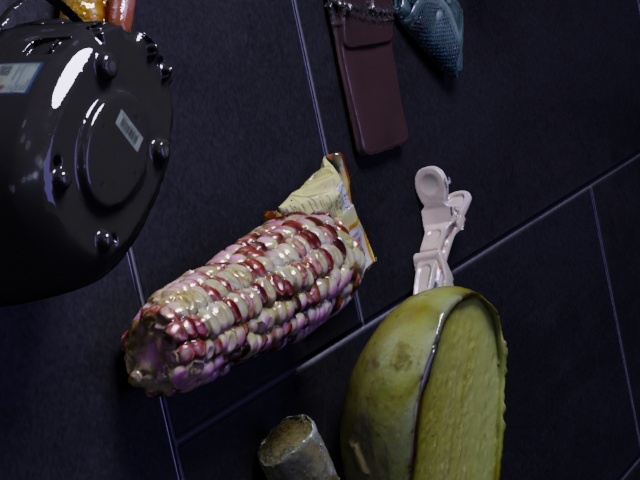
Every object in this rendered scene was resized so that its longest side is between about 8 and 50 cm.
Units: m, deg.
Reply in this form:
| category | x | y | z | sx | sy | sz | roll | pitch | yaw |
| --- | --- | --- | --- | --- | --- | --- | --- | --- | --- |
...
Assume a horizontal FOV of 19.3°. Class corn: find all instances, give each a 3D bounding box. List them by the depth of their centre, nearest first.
| category | x | y | z | sx | sy | sz | roll | pitch | yaw |
| --- | --- | --- | --- | --- | --- | --- | --- | --- | --- |
| corn | -0.056 | 0.043 | 1.368 | 0.280 | 0.092 | 0.092 | -26 | 106 | -58 |

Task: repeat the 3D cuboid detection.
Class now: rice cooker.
| category | x | y | z | sx | sy | sz | roll | pitch | yaw |
| --- | --- | --- | --- | --- | --- | --- | --- | --- | --- |
| rice cooker | -0.165 | -0.054 | 1.137 | 0.142 | 0.118 | 0.203 | 56 | 40 | -41 |

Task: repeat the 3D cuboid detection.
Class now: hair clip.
| category | x | y | z | sx | sy | sz | roll | pitch | yaw |
| --- | --- | --- | --- | --- | --- | --- | --- | --- | --- |
| hair clip | 0.100 | 0.033 | 1.727 | 0.072 | 0.034 | 0.226 | 46 | 45 | -44 |

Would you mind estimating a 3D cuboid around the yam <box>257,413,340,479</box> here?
| category | x | y | z | sx | sy | sz | roll | pitch | yaw |
| --- | --- | --- | --- | --- | --- | --- | --- | --- | --- |
| yam | -0.006 | 0.197 | 1.454 | 0.132 | 0.054 | 0.054 | 65 | 31 | -31 |

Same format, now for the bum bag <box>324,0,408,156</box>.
| category | x | y | z | sx | sy | sz | roll | pitch | yaw |
| --- | --- | --- | --- | --- | --- | --- | --- | --- | --- |
| bum bag | 0.046 | -0.158 | 1.683 | 0.109 | 0.026 | 0.159 | -25 | 105 | -63 |

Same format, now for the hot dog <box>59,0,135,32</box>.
| category | x | y | z | sx | sy | sz | roll | pitch | yaw |
| --- | --- | --- | --- | --- | --- | --- | --- | --- | --- |
| hot dog | -0.148 | -0.171 | 1.284 | 0.066 | 0.047 | 0.216 | 32 | 55 | -53 |

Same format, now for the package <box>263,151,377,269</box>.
| category | x | y | z | sx | sy | sz | roll | pitch | yaw |
| --- | --- | --- | --- | --- | --- | --- | --- | --- | --- |
| package | 0.001 | -0.001 | 1.546 | 0.121 | 0.031 | 0.108 | -44 | 121 | -52 |

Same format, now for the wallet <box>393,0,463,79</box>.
| category | x | y | z | sx | sy | sz | roll | pitch | yaw |
| --- | --- | --- | --- | --- | --- | --- | --- | --- | --- |
| wallet | 0.109 | -0.221 | 1.820 | 0.129 | 0.026 | 0.088 | 44 | 45 | -50 |

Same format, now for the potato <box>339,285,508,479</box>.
| category | x | y | z | sx | sy | sz | roll | pitch | yaw |
| --- | --- | --- | --- | --- | --- | --- | --- | --- | --- |
| potato | 0.070 | 0.169 | 1.545 | 0.160 | 0.111 | 0.272 | -9 | 105 | -56 |
